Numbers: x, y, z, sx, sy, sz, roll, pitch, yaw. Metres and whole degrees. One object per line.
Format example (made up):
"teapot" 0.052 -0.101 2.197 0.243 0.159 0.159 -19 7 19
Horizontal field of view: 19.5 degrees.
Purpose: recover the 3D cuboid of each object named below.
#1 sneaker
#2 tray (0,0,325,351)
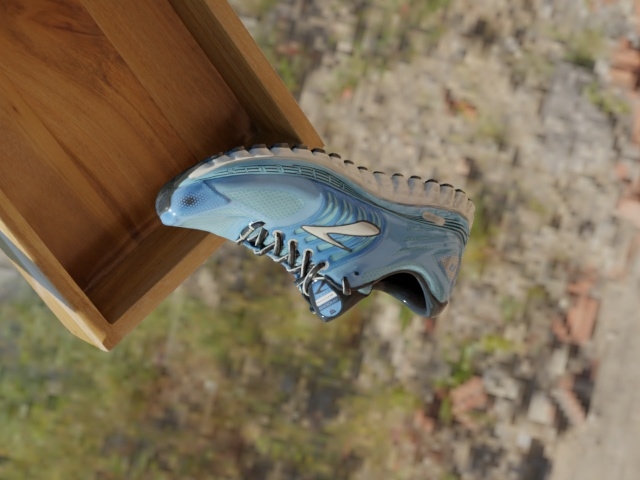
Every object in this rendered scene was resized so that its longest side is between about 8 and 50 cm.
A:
"sneaker" 0.000 0.000 0.885 0.063 0.162 0.073 153 125 -64
"tray" -0.187 -0.149 1.137 0.203 0.411 0.076 -44 31 -16
